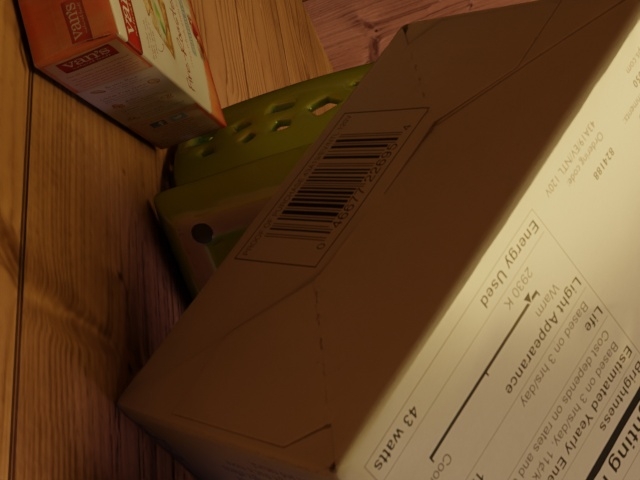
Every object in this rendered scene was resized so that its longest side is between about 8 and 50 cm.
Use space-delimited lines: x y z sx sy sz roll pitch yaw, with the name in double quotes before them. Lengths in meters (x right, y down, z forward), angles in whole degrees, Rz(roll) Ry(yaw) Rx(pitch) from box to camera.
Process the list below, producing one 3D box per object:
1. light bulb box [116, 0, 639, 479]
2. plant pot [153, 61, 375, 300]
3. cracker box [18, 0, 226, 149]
"light bulb box" 0.136 0.092 0.742 0.225 0.358 0.361 5 -38 52
"plant pot" 0.000 0.000 0.934 0.207 0.227 0.228 -68 140 -65
"cracker box" -0.151 -0.173 0.835 0.232 0.067 0.155 33 40 -74
